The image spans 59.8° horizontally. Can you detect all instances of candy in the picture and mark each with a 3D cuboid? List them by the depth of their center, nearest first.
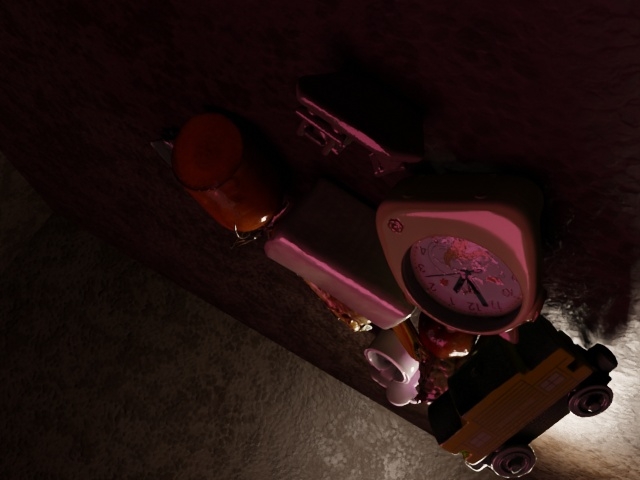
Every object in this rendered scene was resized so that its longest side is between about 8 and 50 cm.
[{"bbox_3d":[0.075,0.027,1.278,0.359,0.208,0.145,33,158,-3],"label":"candy"}]

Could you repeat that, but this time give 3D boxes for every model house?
[{"bbox_3d":[0.056,-0.187,0.938,0.229,0.122,0.188,31,162,-5],"label":"model house"}]

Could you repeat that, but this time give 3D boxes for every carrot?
[{"bbox_3d":[-0.190,-0.122,1.318,0.331,0.193,0.214,51,-168,-49],"label":"carrot"}]

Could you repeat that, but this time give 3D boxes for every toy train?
[{"bbox_3d":[0.455,0.363,1.291,0.272,0.442,0.179,34,-159,-19],"label":"toy train"}]

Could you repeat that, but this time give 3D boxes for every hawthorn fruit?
[{"bbox_3d":[0.326,0.217,1.432,0.157,0.157,0.194,21,156,26],"label":"hawthorn fruit"}]

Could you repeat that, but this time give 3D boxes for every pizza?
[{"bbox_3d":[0.043,0.157,1.691,0.435,0.080,0.391,38,166,34],"label":"pizza"}]

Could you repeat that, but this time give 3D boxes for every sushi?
[{"bbox_3d":[0.377,0.365,1.611,0.171,0.236,0.270,10,164,5],"label":"sushi"}]

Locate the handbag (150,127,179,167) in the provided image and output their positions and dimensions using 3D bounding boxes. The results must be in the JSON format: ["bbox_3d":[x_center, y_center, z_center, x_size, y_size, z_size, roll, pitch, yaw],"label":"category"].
[{"bbox_3d":[-0.314,-0.191,1.503,0.248,0.079,0.260,15,151,44],"label":"handbag"}]

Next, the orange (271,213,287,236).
[{"bbox_3d":[-0.047,-0.008,1.418,0.159,0.136,0.159,5,161,2],"label":"orange"}]

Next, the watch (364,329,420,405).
[{"bbox_3d":[0.277,0.449,2.010,0.249,0.211,0.217,31,153,25],"label":"watch"}]

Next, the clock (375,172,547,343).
[{"bbox_3d":[0.272,0.045,1.028,0.286,0.117,0.348,5,130,36],"label":"clock"}]

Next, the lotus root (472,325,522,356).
[{"bbox_3d":[0.482,0.286,1.428,0.138,0.119,0.235,8,150,47],"label":"lotus root"}]

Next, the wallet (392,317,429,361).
[{"bbox_3d":[0.225,0.220,1.547,0.241,0.067,0.141,60,179,7],"label":"wallet"}]
